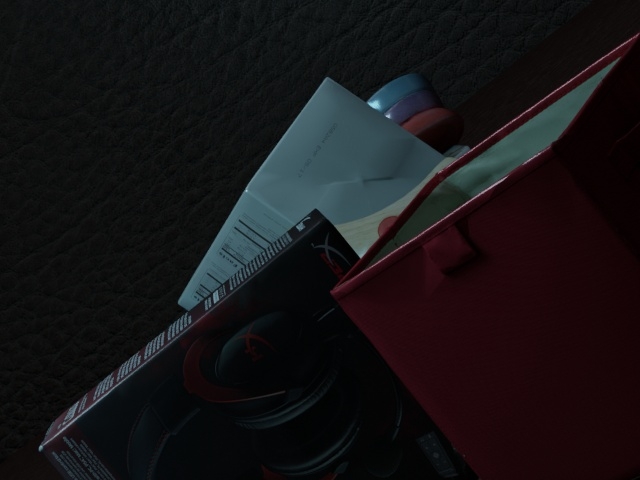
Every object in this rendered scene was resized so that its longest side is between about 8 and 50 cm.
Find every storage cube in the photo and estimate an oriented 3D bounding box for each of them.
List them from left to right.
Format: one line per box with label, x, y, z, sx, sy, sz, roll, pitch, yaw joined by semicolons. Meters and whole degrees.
storage cube;0.161;0.024;0.961;0.215;0.193;0.183;-34;7;37

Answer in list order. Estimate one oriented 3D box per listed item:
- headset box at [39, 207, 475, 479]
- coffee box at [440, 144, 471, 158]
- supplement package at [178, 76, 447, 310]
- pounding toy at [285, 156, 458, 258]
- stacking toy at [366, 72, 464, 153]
headset box;-0.046;0.152;1.162;0.293;0.218;0.110;-38;5;0
coffee box;0.116;-0.011;2.059;0.246;0.098;0.141;-39;5;0
supplement package;0.000;0.000;1.792;0.199;0.198;0.262;-56;1;-37
pounding toy;0.089;-0.009;1.517;0.269;0.155;0.154;-7;61;21
stacking toy;0.061;-0.091;2.189;0.279;0.130;0.309;-34;-23;-12
